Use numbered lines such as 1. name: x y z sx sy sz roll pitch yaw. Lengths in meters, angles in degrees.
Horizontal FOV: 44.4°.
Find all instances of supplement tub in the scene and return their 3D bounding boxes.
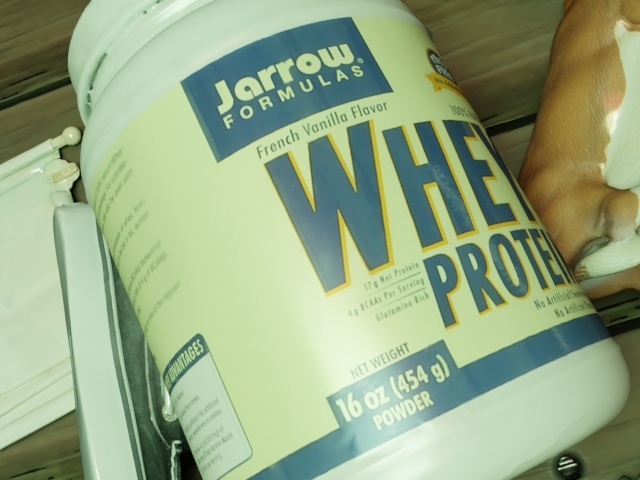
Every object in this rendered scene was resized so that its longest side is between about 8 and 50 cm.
1. supplement tub: 0.000 0.000 0.468 0.235 0.235 0.325 -29 73 5

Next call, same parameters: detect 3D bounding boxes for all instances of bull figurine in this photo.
1. bull figurine: 0.201 -0.103 0.493 0.101 0.188 0.311 12 87 -23

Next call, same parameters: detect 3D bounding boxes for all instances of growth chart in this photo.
1. growth chart: -0.246 0.041 0.629 0.171 0.021 0.237 -21 74 8

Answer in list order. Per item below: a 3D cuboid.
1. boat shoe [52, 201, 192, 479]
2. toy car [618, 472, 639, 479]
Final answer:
1. boat shoe: -0.116 0.111 0.543 0.102 0.108 0.301 -6 67 -21
2. toy car: 0.257 0.108 0.471 0.239 0.053 0.225 38 91 24
